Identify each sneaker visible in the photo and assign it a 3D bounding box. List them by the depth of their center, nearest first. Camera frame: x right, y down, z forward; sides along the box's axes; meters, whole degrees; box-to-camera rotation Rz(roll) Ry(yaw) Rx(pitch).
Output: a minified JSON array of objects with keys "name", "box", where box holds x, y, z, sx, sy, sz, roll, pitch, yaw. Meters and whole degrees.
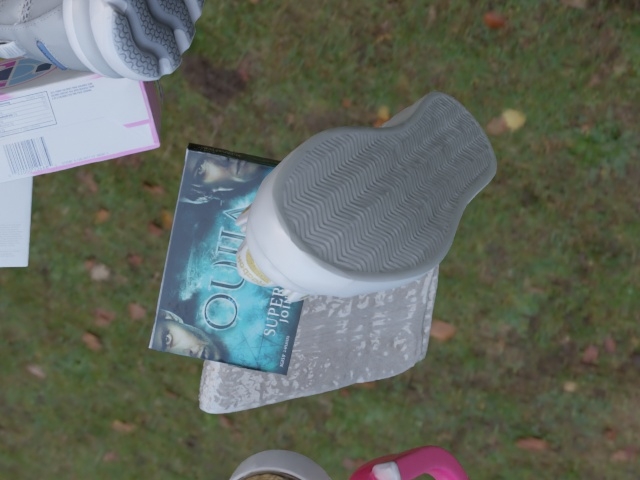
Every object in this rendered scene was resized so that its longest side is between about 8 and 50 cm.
[{"name":"sneaker","box":[-0.109,-0.214,0.704,0.115,0.281,0.105,2,146,25]},{"name":"sneaker","box":[0.000,0.000,0.826,0.169,0.292,0.108,-35,88,29]}]

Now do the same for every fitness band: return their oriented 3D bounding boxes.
[{"name":"fitness band","box":[0.104,0.312,1.248,0.054,0.291,0.209,-19,81,23]}]

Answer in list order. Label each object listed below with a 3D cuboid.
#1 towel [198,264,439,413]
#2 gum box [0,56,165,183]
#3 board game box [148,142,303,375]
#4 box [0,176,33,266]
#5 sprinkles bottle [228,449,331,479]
[{"name":"towel","box":[0.001,0.081,1.379,0.282,0.049,0.187,-9,121,-26]},{"name":"gum box","box":[-0.210,-0.091,0.890,0.188,0.107,0.062,-13,115,0]},{"name":"board game box","box":[-0.071,0.018,1.087,0.126,0.026,0.186,11,107,-4]},{"name":"box","box":[-0.428,-0.069,1.646,0.091,0.130,0.170,0,129,-17]},{"name":"sprinkles bottle","box":[-0.071,0.325,1.153,0.121,0.355,0.121,4,110,10]}]
